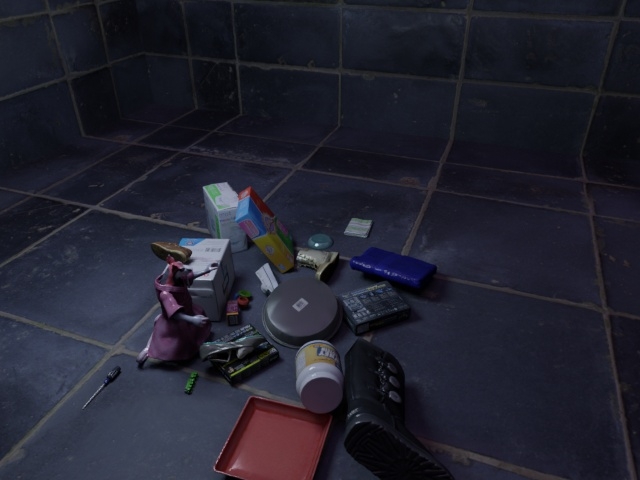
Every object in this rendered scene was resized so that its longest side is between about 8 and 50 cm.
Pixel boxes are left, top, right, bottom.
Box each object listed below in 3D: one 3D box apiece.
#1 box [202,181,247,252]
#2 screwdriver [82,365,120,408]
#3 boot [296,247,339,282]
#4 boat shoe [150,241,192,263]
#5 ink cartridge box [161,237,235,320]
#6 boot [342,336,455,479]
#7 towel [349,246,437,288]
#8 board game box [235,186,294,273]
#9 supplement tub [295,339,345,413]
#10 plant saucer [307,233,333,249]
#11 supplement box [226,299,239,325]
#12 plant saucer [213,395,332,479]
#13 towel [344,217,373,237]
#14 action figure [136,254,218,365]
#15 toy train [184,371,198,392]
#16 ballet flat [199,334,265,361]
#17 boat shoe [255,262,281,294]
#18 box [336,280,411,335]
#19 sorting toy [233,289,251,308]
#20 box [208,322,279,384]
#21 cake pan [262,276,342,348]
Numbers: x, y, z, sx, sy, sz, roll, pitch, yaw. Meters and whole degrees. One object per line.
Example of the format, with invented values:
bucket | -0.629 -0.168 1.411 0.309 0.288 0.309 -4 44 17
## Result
box | -0.428 -0.103 2.279 0.127 0.231 0.262 -14 35 -21
screwdriver | -0.688 0.458 1.580 0.024 0.025 0.170 11 33 18
boot | -0.026 0.099 2.099 0.165 0.077 0.213 11 29 17
boat shoe | -0.546 0.040 1.847 0.178 0.064 0.060 14 35 27
ink cartridge box | -0.457 0.144 1.913 0.198 0.197 0.270 1 32 5
boot | 0.209 0.496 1.384 0.146 0.367 0.445 -40 8 9
towel | 0.296 0.117 2.041 0.308 0.076 0.227 16 22 28
board game box | -0.229 -0.046 2.124 0.064 0.316 0.242 -31 30 14
supplement tub | -0.003 0.406 1.511 0.144 0.144 0.200 -3 18 -4
plant saucer | 0.000 0.000 2.307 0.119 0.021 0.119 0 33 0
supplement box | -0.323 0.266 1.855 0.043 0.055 0.083 -4 33 -8
plant saucer | -0.122 0.565 1.385 0.259 0.048 0.258 9 33 13
towel | 0.184 -0.065 2.407 0.113 0.023 0.152 9 33 14
action figure | -0.477 0.206 1.657 0.275 0.370 0.248 -2 29 5
toy train | -0.411 0.450 1.598 0.023 0.017 0.083 -5 31 12
ballet flat | -0.282 0.357 1.631 0.213 0.072 0.068 -6 61 -9
boat shoe | -0.196 0.183 1.983 0.076 0.083 0.226 -33 38 0
box | 0.192 0.247 1.877 0.232 0.059 0.183 -14 35 -20
sorting toy | -0.302 0.229 1.935 0.061 0.042 0.102 15 20 -5
box | -0.266 0.376 1.691 0.190 0.045 0.184 -24 41 -33
cake pan | -0.066 0.247 1.808 0.293 0.054 0.293 -1 49 1
